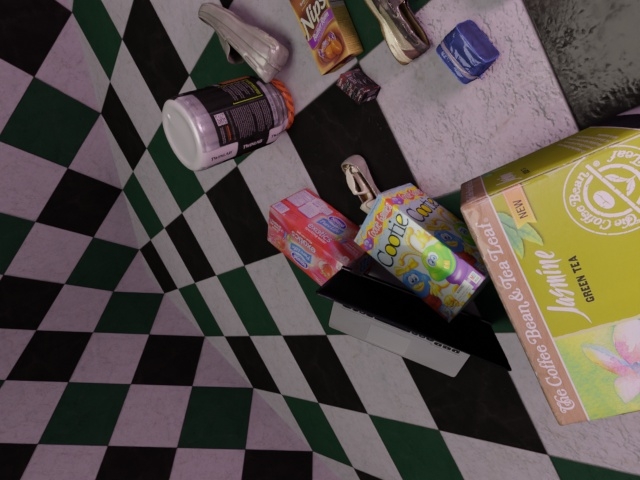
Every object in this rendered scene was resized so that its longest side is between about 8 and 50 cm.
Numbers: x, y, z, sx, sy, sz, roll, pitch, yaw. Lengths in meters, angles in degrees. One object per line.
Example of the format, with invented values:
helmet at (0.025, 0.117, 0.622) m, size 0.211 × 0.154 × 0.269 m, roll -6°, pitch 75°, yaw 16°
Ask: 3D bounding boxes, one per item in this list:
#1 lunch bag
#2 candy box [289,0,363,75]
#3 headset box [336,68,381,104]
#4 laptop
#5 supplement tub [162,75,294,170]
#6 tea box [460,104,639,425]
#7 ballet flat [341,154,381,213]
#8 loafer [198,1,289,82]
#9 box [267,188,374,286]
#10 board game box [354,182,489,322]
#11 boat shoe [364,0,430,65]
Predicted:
lunch bag at (0.256, -0.323, 0.748) m, size 0.098 × 0.067 × 0.065 m, roll 54°, pitch 146°, yaw 4°
candy box at (0.010, -0.481, 0.949) m, size 0.109 × 0.053 × 0.186 m, roll -12°, pitch 104°, yaw 55°
headset box at (0.082, -0.346, 0.952) m, size 0.083 × 0.062 × 0.032 m, roll 48°, pitch 143°, yaw 17°
laptop at (0.181, 0.235, 1.005) m, size 0.382 × 0.236 × 0.407 m, roll 21°, pitch 135°, yaw 11°
supplement tub at (-0.235, -0.322, 1.140) m, size 0.194 × 0.316 × 0.193 m, roll 32°, pitch 138°, yaw 34°
tea box at (0.405, 0.017, 0.577) m, size 0.324 × 0.220 × 0.328 m, roll -25°, pitch 96°, yaw 23°
ballet flat at (0.116, -0.113, 1.080) m, size 0.072 × 0.068 × 0.213 m, roll -23°, pitch 97°, yaw 54°
loafer at (-0.223, -0.528, 1.133) m, size 0.319 × 0.112 × 0.111 m, roll 40°, pitch 107°, yaw 25°
box at (0.000, 0.000, 1.238) m, size 0.300 × 0.154 × 0.142 m, roll 38°, pitch 141°, yaw 26°
board game box at (0.237, 0.017, 0.941) m, size 0.275 × 0.142 × 0.144 m, roll 42°, pitch 129°, yaw 23°
boat shoe at (0.135, -0.443, 0.795) m, size 0.073 × 0.080 × 0.223 m, roll -15°, pitch 117°, yaw 40°
